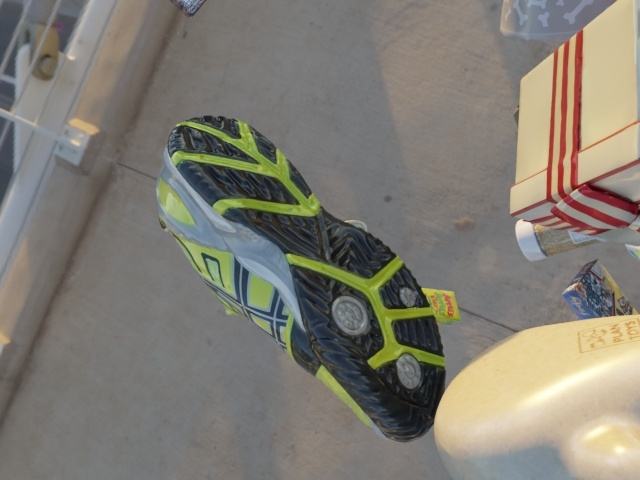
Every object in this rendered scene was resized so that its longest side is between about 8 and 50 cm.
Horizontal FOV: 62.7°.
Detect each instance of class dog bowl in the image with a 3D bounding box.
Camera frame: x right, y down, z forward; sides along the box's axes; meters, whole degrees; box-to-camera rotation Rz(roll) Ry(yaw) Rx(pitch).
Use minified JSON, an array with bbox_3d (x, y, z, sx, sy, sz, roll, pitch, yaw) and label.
[{"bbox_3d":[0.560,-0.532,1.123,0.349,0.102,0.348,-12,33,8],"label":"dog bowl"}]

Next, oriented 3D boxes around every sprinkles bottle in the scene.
[{"bbox_3d":[0.690,-0.048,1.338,0.355,0.121,0.121,-21,70,38],"label":"sprinkles bottle"}]

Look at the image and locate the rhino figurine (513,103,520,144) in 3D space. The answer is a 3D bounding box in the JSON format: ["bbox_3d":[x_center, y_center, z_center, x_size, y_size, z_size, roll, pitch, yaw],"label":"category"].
[{"bbox_3d":[0.614,-0.346,1.522,0.106,0.243,0.073,16,67,30],"label":"rhino figurine"}]

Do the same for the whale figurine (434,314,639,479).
[{"bbox_3d":[0.222,0.132,0.375,0.272,0.216,0.141,-26,92,25],"label":"whale figurine"}]

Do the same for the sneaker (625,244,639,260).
[{"bbox_3d":[0.637,0.075,0.916,0.091,0.126,0.240,-38,56,-25],"label":"sneaker"}]

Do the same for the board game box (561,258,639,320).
[{"bbox_3d":[0.730,0.189,1.331,0.243,0.165,0.042,55,142,3],"label":"board game box"}]

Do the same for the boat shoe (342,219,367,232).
[{"bbox_3d":[0.000,0.000,1.289,0.233,0.079,0.084,-22,114,1],"label":"boat shoe"}]

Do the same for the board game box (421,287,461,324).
[{"bbox_3d":[0.323,0.191,1.528,0.043,0.181,0.092,-38,53,45],"label":"board game box"}]

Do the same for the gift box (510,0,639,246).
[{"bbox_3d":[0.417,-0.117,0.704,0.255,0.276,0.258,11,74,-8],"label":"gift box"}]

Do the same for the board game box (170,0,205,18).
[{"bbox_3d":[-0.204,-0.469,0.625,0.232,0.291,0.141,-46,38,11],"label":"board game box"}]

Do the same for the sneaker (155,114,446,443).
[{"bbox_3d":[-0.024,0.045,0.553,0.384,0.145,0.147,50,137,9],"label":"sneaker"}]
